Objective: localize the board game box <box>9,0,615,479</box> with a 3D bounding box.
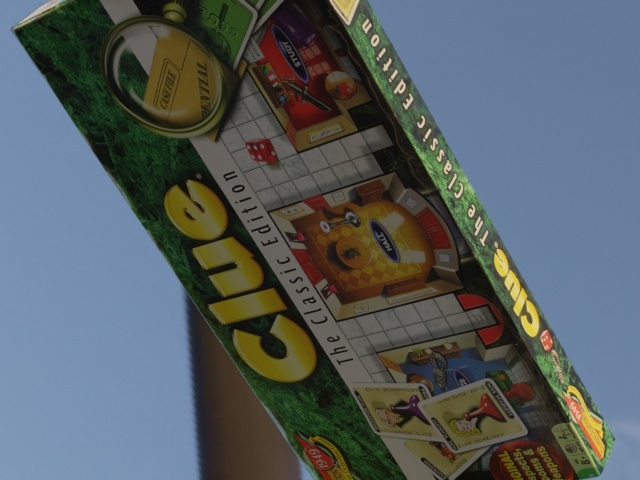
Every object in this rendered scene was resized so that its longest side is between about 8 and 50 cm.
[{"bbox_3d":[0.000,0.000,0.518,0.136,0.030,0.259,-16,-64,38],"label":"board game box"}]
